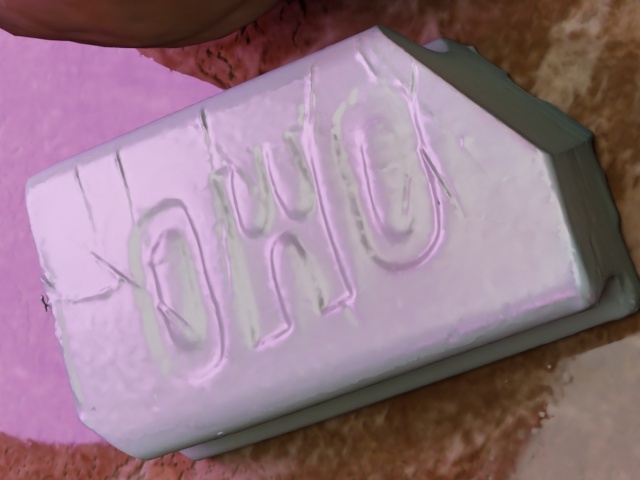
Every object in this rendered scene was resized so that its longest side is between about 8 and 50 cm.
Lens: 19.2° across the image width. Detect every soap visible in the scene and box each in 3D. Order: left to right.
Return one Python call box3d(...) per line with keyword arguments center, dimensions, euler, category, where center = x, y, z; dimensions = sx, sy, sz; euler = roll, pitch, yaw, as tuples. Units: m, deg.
box3d(center=(0.000, 0.000, 0.981), dimensions=(0.289, 0.095, 0.173), euler=(-20, 78, 23), category="soap")

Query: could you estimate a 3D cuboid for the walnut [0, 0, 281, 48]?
box3d(center=(-0.125, -0.272, 0.936), dimensions=(0.383, 0.383, 0.384), euler=(-2, 85, 26), category="walnut")
